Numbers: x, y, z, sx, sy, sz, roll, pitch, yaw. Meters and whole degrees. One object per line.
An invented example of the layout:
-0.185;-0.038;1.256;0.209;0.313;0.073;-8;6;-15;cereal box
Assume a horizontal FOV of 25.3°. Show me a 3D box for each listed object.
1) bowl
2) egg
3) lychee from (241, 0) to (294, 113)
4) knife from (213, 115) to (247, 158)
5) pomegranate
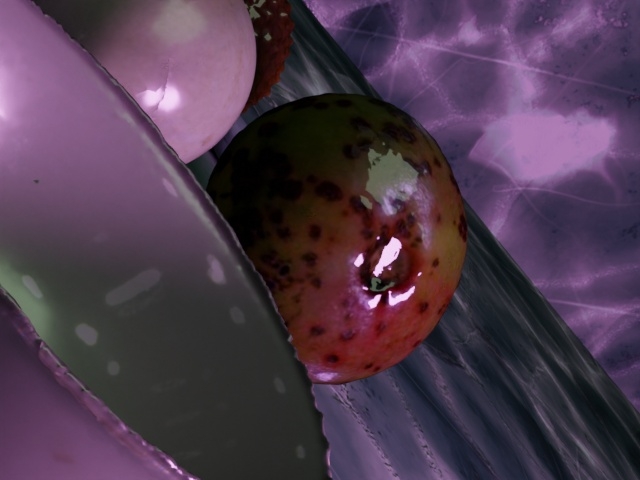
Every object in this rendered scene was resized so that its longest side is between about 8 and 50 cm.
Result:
-0.152;0.029;0.671;0.337;0.157;0.337;52;12;-15;bowl
-0.144;-0.146;1.121;0.186;0.186;0.253;52;14;-7;egg
-0.122;-0.216;1.412;0.200;0.200;0.238;46;28;-33;lychee
-0.145;-0.184;1.608;0.331;0.044;0.080;56;12;27;knife
0.007;-0.016;1.234;0.242;0.242;0.306;50;10;-15;pomegranate
